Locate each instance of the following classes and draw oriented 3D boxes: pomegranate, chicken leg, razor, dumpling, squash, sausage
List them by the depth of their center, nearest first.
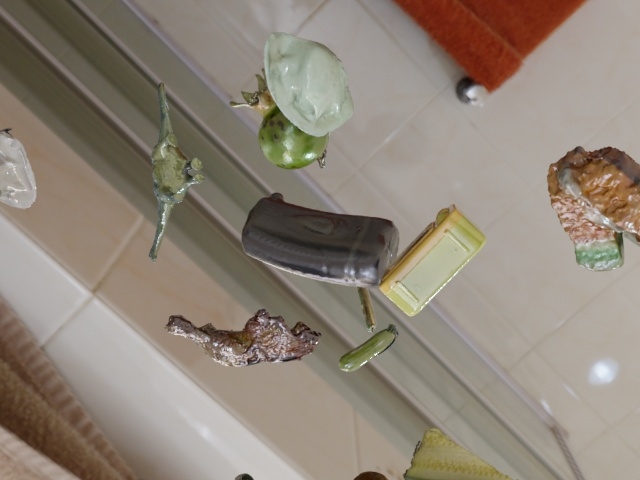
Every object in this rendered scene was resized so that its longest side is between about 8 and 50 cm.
[{"bbox_3d":[-0.013,-0.287,1.390,0.108,0.219,0.153,-35,-143,37],"label":"dumpling"},{"bbox_3d":[0.305,0.451,1.486,0.252,0.093,0.169,-1,-157,24],"label":"squash"},{"bbox_3d":[-0.075,-0.236,1.552,0.156,0.220,0.156,-49,168,-14],"label":"pomegranate"},{"bbox_3d":[-0.159,0.207,1.636,0.322,0.177,0.083,-5,-132,8],"label":"chicken leg"},{"bbox_3d":[0.001,0.002,1.730,0.204,0.348,0.114,-60,159,-50],"label":"razor"},{"bbox_3d":[0.125,0.276,1.957,0.183,0.052,0.052,-31,-171,-16],"label":"squash"},{"bbox_3d":[-0.876,-0.183,2.074,0.163,0.205,0.292,-12,172,-45],"label":"dumpling"},{"bbox_3d":[0.126,0.168,2.175,0.033,0.032,0.269,-41,-149,20],"label":"sausage"}]

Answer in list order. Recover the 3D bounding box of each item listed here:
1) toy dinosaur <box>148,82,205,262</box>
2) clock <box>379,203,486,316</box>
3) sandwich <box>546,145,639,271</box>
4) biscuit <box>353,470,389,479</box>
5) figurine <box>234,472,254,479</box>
[{"bbox_3d":[-0.294,-0.140,1.498,0.147,0.076,0.363,-6,-98,50],"label":"toy dinosaur"},{"bbox_3d":[0.206,0.034,1.428,0.202,0.096,0.143,-48,-178,12],"label":"clock"},{"bbox_3d":[0.442,-0.028,1.172,0.162,0.301,0.250,-52,-146,10],"label":"sandwich"},{"bbox_3d":[0.026,0.696,1.727,0.432,0.064,0.283,-37,-160,-21],"label":"biscuit"},{"bbox_3d":[-0.216,0.844,2.301,0.167,0.284,0.342,-60,-167,5],"label":"figurine"}]
